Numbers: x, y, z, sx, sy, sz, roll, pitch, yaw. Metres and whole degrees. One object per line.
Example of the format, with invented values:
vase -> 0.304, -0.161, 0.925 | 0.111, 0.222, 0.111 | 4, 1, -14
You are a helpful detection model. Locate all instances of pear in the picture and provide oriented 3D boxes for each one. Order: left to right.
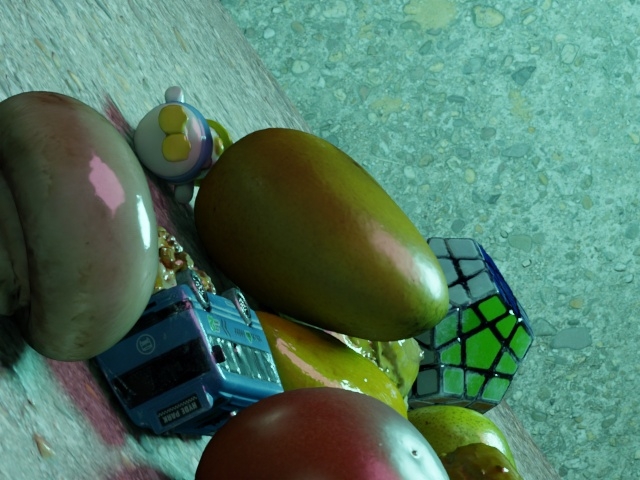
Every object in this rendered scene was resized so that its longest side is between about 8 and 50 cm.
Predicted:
pear -> 0.170, 0.315, 2.343 | 0.198, 0.198, 0.198 | 56, 9, -14

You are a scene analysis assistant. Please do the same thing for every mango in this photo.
mango -> 0.000, 0.000, 2.212 | 0.378, 0.221, 0.264 | 35, 3, 32
mango -> 0.004, 0.183, 2.148 | 0.317, 0.119, 0.176 | 41, 19, -40

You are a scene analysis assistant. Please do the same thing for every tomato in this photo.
tomato -> 0.005, 0.257, 1.592 | 0.256, 0.224, 0.256 | 46, 17, -19

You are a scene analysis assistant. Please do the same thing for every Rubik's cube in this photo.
Rubik's cube -> 0.184, 0.143, 2.776 | 0.319, 0.264, 0.319 | 56, 9, -14

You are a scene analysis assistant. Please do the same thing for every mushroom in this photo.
mushroom -> -0.229, -0.011, 1.434 | 0.226, 0.178, 0.227 | 171, -90, -76

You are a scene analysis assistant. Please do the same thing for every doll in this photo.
doll -> -0.176, -0.124, 2.291 | 0.135, 0.098, 0.241 | 52, 9, 12

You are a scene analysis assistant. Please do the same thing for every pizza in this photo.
pizza -> -0.142, 0.074, 1.946 | 0.195, 0.052, 0.185 | 54, 13, -22

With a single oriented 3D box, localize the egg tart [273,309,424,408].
egg tart -> 0.039, 0.125, 2.459 | 0.352, 0.150, 0.352 | 57, 5, -8

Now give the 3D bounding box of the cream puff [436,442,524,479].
cream puff -> 0.193, 0.406, 2.038 | 0.343, 0.231, 0.327 | 55, 2, 28

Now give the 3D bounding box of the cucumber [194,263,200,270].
cucumber -> -0.128, 0.090, 2.024 | 0.034, 0.033, 0.135 | -33, 89, -48

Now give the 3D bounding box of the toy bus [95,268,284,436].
toy bus -> -0.124, 0.118, 1.684 | 0.134, 0.113, 0.246 | 66, 9, 13
